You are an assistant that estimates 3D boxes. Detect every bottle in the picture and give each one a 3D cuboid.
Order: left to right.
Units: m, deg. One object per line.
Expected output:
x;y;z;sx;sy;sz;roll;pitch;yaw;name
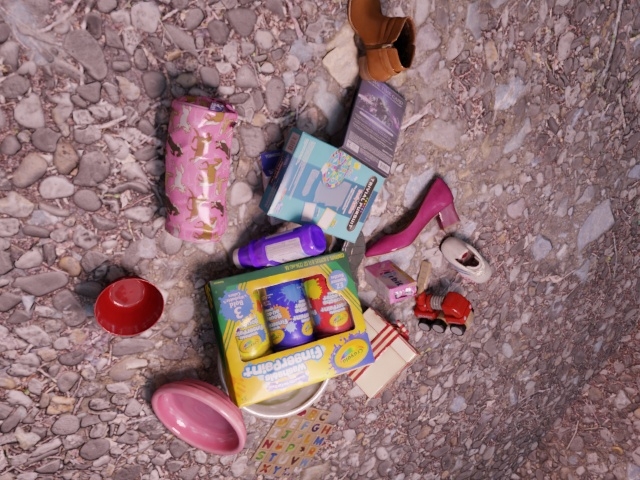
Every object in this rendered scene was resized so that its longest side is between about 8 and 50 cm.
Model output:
-0.129;0.025;1.437;0.118;0.283;0.092;3;74;-66;bottle

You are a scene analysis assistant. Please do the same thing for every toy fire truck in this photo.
0.454;0.217;1.843;0.158;0.217;0.246;-52;124;-33;toy fire truck

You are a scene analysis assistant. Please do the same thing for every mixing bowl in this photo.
-0.545;0.168;1.367;0.181;0.098;0.181;-11;118;-23;mixing bowl

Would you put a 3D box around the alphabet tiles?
-0.107;0.812;1.938;0.285;0.011;0.342;27;98;-33;alphabet tiles

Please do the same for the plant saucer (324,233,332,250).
0.000;0.000;1.617;0.083;0.015;0.083;-11;117;-22;plant saucer

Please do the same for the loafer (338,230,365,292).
0.089;0.078;1.665;0.096;0.084;0.267;-4;110;-26;loafer

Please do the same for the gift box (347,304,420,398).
0.194;0.378;1.728;0.258;0.276;0.255;-44;164;1;gift box

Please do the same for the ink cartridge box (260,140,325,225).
-0.066;-0.176;1.484;0.223;0.045;0.224;-15;118;-20;ink cartridge box

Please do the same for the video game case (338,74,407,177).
0.165;-0.354;1.458;0.196;0.026;0.274;26;70;-32;video game case

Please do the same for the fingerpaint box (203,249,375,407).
-0.096;0.261;1.495;0.445;0.163;0.371;-12;84;-21;fingerpaint box

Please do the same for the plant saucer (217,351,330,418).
-0.150;0.386;1.620;0.400;0.100;0.400;1;86;-19;plant saucer

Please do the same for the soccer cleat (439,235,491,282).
0.595;0.101;1.889;0.331;0.143;0.116;33;95;-34;soccer cleat

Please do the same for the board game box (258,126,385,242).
0.014;-0.158;1.457;0.336;0.079;0.254;18;103;-35;board game box

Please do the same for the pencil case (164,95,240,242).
-0.321;-0.185;1.287;0.160;0.167;0.386;-24;130;-58;pencil case

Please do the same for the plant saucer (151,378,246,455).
-0.379;0.559;1.548;0.084;0.332;0.332;-61;140;-48;plant saucer

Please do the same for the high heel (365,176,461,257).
0.303;-0.076;1.709;0.377;0.127;0.181;-24;93;-11;high heel

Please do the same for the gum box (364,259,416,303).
0.249;0.146;1.706;0.107;0.188;0.062;-15;119;-20;gum box

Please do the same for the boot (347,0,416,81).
0.166;-0.579;1.300;0.109;0.220;0.283;-6;102;-21;boot
